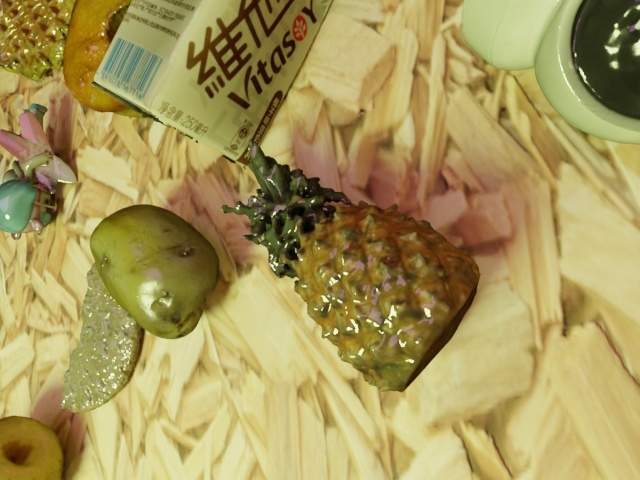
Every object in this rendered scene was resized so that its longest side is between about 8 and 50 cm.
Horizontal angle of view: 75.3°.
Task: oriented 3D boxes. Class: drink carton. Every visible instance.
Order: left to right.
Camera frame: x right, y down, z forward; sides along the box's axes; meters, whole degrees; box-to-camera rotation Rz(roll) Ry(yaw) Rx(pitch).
[{"bbox_3d":[-0.116,-0.282,0.542,0.132,0.194,0.325,31,95,26],"label":"drink carton"}]

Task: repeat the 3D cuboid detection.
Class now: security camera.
[{"bbox_3d":[0.266,-0.191,0.347,0.194,0.194,0.236,-46,70,12],"label":"security camera"}]

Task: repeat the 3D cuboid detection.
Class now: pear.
[{"bbox_3d":[-0.494,0.366,0.632,0.178,0.178,0.178,-5,79,25],"label":"pear"}]

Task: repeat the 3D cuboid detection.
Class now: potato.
[{"bbox_3d":[-0.227,0.036,0.573,0.200,0.137,0.154,43,101,24],"label":"potato"}]

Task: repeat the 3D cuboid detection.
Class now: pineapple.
[{"bbox_3d":[0.000,0.000,0.460,0.340,0.169,0.169,39,99,29],"label":"pineapple"}]

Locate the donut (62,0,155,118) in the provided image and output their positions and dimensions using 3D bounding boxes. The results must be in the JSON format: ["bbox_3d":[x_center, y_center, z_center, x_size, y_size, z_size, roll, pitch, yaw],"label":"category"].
[{"bbox_3d":[-0.284,-0.331,0.681,0.303,0.110,0.303,-5,80,26],"label":"donut"}]

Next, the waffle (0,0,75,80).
[{"bbox_3d":[-0.605,-0.489,0.898,0.300,0.058,0.282,24,94,26],"label":"waffle"}]

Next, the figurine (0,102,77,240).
[{"bbox_3d":[-0.580,-0.133,0.796,0.205,0.103,0.260,-7,79,25],"label":"figurine"}]

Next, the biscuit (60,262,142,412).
[{"bbox_3d":[-0.345,0.161,0.669,0.133,0.032,0.250,7,83,26],"label":"biscuit"}]
